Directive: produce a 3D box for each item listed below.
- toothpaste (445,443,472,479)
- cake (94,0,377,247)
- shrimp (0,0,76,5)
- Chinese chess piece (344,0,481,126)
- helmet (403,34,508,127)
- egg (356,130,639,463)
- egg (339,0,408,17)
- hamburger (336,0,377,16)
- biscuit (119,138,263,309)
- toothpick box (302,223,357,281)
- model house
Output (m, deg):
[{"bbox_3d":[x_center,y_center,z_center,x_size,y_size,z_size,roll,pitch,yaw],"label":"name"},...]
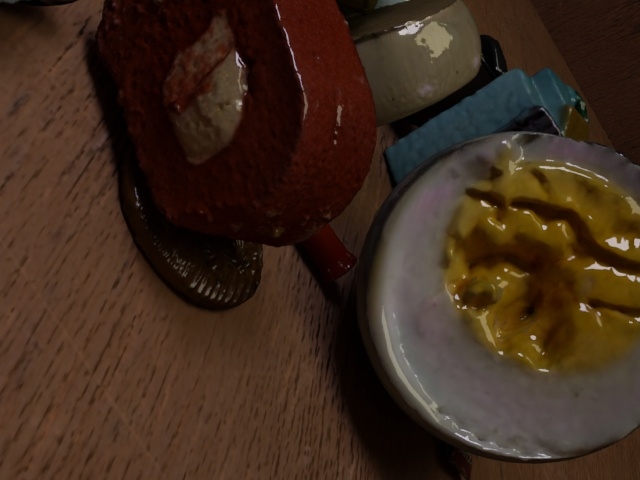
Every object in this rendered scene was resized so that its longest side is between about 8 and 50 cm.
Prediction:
[{"bbox_3d":[0.175,0.195,1.180,0.062,0.039,0.239,53,30,-38],"label":"toothpaste"},{"bbox_3d":[-0.067,-0.137,0.802,0.151,0.177,0.283,10,53,-55],"label":"cake"},{"bbox_3d":[-0.315,-0.247,0.601,0.445,0.110,0.221,6,54,-56],"label":"shrimp"},{"bbox_3d":[0.066,-0.214,1.090,0.250,0.249,0.103,-59,133,-60],"label":"Chinese chess piece"},{"bbox_3d":[0.186,-0.267,1.422,0.216,0.193,0.189,30,4,36],"label":"helmet"},{"bbox_3d":[0.221,0.067,1.066,0.340,0.354,0.355,49,19,-82],"label":"egg"},{"bbox_3d":[0.072,-0.357,1.304,0.183,0.183,0.264,44,24,-35],"label":"egg"},{"bbox_3d":[-0.001,-0.367,1.103,0.309,0.132,0.211,32,9,35],"label":"hamburger"},{"bbox_3d":[-0.112,-0.025,0.849,0.188,0.027,0.188,44,33,-38],"label":"biscuit"},{"bbox_3d":[0.000,0.000,1.012,0.083,0.047,0.047,56,27,-16],"label":"toothpick box"},{"bbox_3d":[0.279,-0.063,1.318,0.230,0.280,0.249,24,41,-52],"label":"model house"}]
